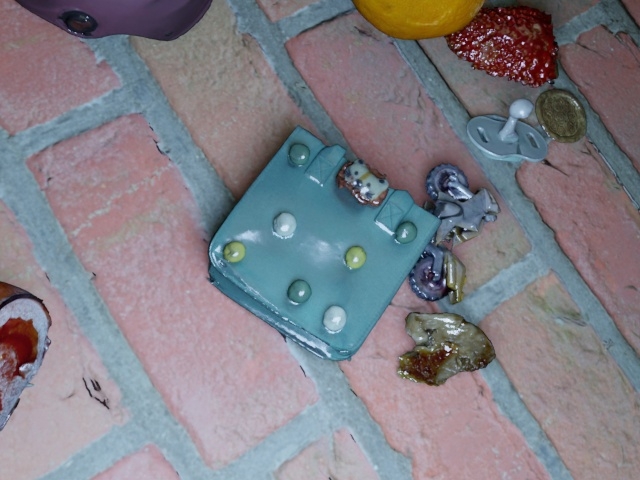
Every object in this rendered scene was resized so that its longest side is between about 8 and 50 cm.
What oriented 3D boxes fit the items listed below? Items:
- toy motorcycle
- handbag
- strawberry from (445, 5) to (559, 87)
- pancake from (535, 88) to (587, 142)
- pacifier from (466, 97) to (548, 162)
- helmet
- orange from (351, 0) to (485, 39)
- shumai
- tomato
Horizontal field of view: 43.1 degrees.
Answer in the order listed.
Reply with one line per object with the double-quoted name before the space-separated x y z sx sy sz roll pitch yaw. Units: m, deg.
"toy motorcycle" 0.215 -0.008 1.275 0.129 0.094 0.229 17 71 -13
"handbag" -0.001 0.000 1.162 0.268 0.100 0.274 34 74 5
"strawberry" 0.337 -0.353 1.446 0.208 0.087 0.167 -8 75 -19
"pancake" 0.439 -0.226 1.474 0.114 0.011 0.115 6 71 -17
"pacifier" 0.323 -0.194 1.370 0.150 0.117 0.127 8 43 -12
"helmet" -0.309 -0.453 1.213 0.338 0.197 0.271 10 70 -15
"orange" 0.161 -0.463 1.349 0.261 0.261 0.261 6 69 -16
"shumai" 0.188 0.163 1.192 0.139 0.123 0.105 10 78 -29
"tomato" -0.446 0.139 0.978 0.155 0.181 0.214 21 56 10
